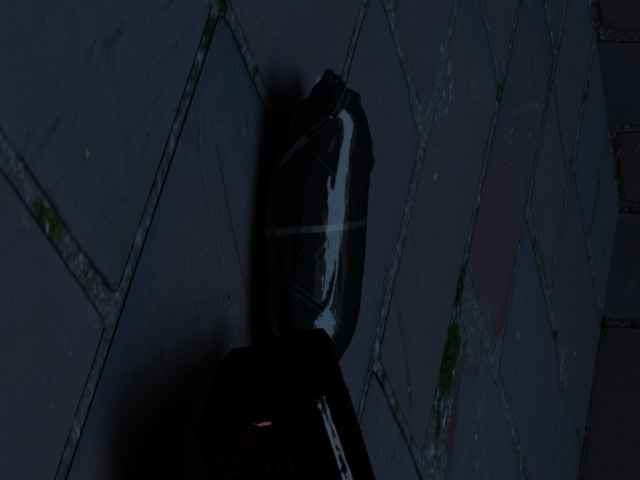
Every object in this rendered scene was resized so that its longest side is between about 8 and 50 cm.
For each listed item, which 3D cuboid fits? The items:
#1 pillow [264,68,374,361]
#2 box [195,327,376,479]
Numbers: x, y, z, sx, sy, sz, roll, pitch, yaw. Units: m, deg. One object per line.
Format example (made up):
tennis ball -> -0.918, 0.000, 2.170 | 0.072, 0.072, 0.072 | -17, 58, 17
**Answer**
pillow -> 0.000, 0.000, 1.572 | 0.161, 0.092, 0.335 | -5, 99, -75
box -> 0.013, 0.300, 1.356 | 0.264, 0.115, 0.415 | -82, 154, -81
